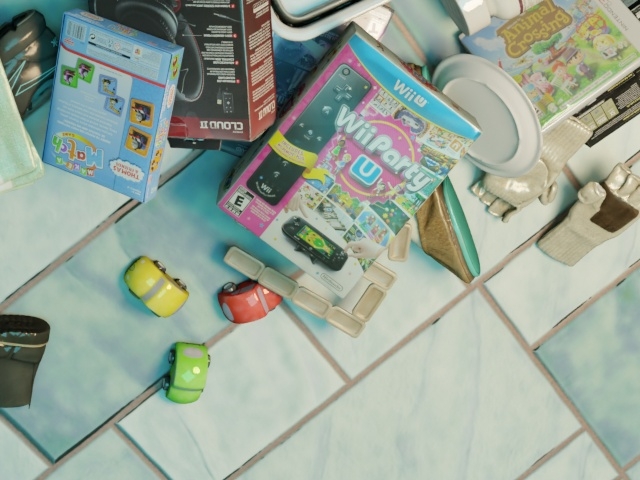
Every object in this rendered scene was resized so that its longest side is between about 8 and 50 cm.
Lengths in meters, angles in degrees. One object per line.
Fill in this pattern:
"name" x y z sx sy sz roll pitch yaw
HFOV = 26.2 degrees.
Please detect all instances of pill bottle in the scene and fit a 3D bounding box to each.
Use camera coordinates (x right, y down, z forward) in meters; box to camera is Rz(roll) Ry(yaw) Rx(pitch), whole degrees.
"pill bottle" 0.274 -0.381 1.901 0.221 0.121 0.121 -31 114 -1

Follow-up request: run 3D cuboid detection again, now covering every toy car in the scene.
"toy car" -0.180 0.144 2.011 0.239 0.053 0.225 8 107 -17

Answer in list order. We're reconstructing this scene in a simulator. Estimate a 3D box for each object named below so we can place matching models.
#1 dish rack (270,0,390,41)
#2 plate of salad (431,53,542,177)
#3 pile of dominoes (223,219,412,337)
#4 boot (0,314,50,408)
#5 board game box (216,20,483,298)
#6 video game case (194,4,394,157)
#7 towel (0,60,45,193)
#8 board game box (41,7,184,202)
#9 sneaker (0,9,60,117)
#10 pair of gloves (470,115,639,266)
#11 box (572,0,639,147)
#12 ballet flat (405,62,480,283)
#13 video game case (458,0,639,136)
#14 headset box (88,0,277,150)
"dish rack" 0.031 -0.448 1.823 0.333 0.072 0.285 -26 104 -4
"plate of salad" 0.238 -0.179 1.939 0.048 0.200 0.200 -39 118 -30
"pile of dominoes" 0.000 0.000 1.987 0.251 0.040 0.196 31 105 -13
"boot" -0.489 0.174 1.935 0.198 0.077 0.137 8 112 -16
"board game box" 0.036 -0.109 1.874 0.224 0.097 0.303 37 104 -11
"video game case" -0.038 -0.233 1.928 0.196 0.026 0.274 19 103 -20
"towel" -0.529 -0.121 1.704 0.325 0.038 0.248 -26 118 -19
"board game box" -0.270 -0.172 1.769 0.160 0.039 0.211 22 116 14
"sneaker" -0.444 -0.183 1.801 0.267 0.101 0.106 -38 116 2
"pair of gloves" 0.360 -0.068 2.037 0.240 0.042 0.204 36 124 -22
"box" 0.421 -0.251 2.010 0.180 0.077 0.147 -35 114 1
"ballet flat" 0.134 -0.087 1.988 0.124 0.116 0.342 -13 113 12
"video game case" 0.335 -0.278 1.940 0.212 0.023 0.193 -36 71 0
"headset box" -0.178 -0.256 1.788 0.218 0.110 0.293 4 111 18
